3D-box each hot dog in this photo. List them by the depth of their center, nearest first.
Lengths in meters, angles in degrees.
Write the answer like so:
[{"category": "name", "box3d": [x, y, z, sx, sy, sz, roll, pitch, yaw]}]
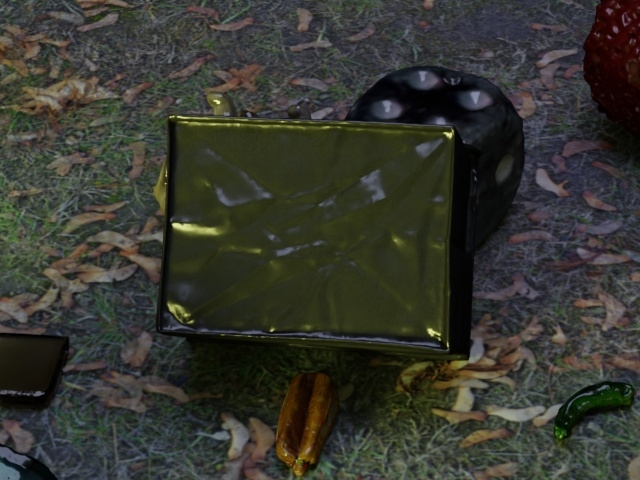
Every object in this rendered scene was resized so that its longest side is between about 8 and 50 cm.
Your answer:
[{"category": "hot dog", "box3d": [-0.015, 0.202, 2.102, 0.062, 0.038, 0.144, 6, 41, 7]}]

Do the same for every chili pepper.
[{"category": "chili pepper", "box3d": [0.295, 0.183, 2.111, 0.118, 0.035, 0.055, -23, 26, -29]}]

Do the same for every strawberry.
[{"category": "strawberry", "box3d": [0.480, -0.235, 2.474, 0.261, 0.261, 0.257, -28, 37, -28]}]

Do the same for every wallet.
[{"category": "wallet", "box3d": [-0.399, 0.146, 2.199, 0.198, 0.031, 0.110, 3, 39, 7]}]

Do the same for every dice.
[{"category": "dice", "box3d": [0.136, -0.098, 2.357, 0.182, 0.181, 0.183, 22, 46, 31]}]

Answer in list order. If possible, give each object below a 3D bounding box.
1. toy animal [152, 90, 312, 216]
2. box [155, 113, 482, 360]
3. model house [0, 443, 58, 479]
[{"category": "toy animal", "box3d": [-0.092, -0.093, 2.383, 0.233, 0.121, 0.168, -1, 74, 19]}, {"category": "box", "box3d": [0.000, 0.000, 2.137, 0.345, 0.251, 0.204, 2, -5, 8]}, {"category": "model house", "box3d": [-0.415, 0.332, 1.846, 0.253, 0.184, 0.291, 22, 62, 12]}]
